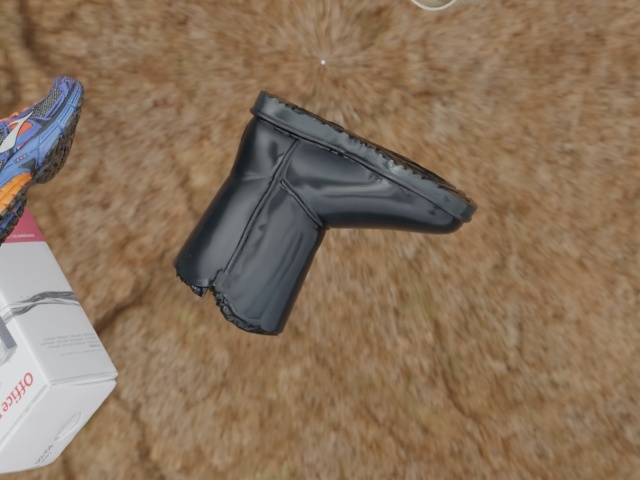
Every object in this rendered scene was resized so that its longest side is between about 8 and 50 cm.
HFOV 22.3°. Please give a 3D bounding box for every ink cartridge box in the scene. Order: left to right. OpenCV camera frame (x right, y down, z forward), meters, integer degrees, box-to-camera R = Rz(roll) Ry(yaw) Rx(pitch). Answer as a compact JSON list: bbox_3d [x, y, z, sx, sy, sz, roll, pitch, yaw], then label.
[{"bbox_3d":[-0.312,0.100,1.604,0.158,0.092,0.218,-50,62,33],"label":"ink cartridge box"}]

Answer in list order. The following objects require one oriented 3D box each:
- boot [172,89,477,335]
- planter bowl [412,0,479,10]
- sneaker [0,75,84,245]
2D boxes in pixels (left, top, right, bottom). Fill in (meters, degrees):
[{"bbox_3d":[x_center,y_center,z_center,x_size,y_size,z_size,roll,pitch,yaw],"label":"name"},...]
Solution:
[{"bbox_3d":[0.000,0.000,1.503,0.246,0.094,0.207,27,98,19],"label":"boot"},{"bbox_3d":[0.135,-0.272,1.320,0.109,0.162,0.162,-8,97,-25],"label":"planter bowl"},{"bbox_3d":[-0.287,-0.086,1.496,0.087,0.221,0.083,29,137,1],"label":"sneaker"}]
